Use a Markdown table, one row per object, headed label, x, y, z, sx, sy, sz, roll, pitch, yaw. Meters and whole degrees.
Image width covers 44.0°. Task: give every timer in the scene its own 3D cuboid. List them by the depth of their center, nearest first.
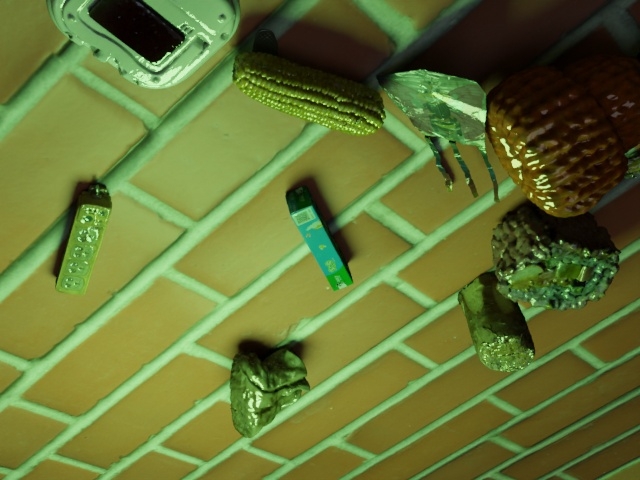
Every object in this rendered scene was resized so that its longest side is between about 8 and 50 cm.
| label | x | y | z | sx | sy | sz | roll | pitch | yaw |
| --- | --- | --- | --- | --- | --- | --- | --- | --- | --- |
| timer | -0.265 | -0.355 | 1.205 | 0.237 | 0.087 | 0.262 | -37 | 131 | 23 |

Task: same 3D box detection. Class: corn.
| label | x | y | z | sx | sy | sz | roll | pitch | yaw |
| --- | --- | --- | --- | --- | --- | --- | --- | --- | --- |
| corn | -0.017 | -0.254 | 1.366 | 0.291 | 0.101 | 0.101 | 17 | 129 | -24 |

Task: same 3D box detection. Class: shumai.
| label | x | y | z | sx | sy | sz | roll | pitch | yaw |
| --- | --- | --- | --- | --- | --- | --- | --- | --- | --- |
| shumai | -0.116 | 0.369 | 1.900 | 0.185 | 0.184 | 0.218 | 2 | 98 | 6 |

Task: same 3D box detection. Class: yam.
| label | x | y | z | sx | sy | sz | roll | pitch | yaw |
| --- | --- | --- | --- | --- | --- | --- | --- | --- | --- |
| yam | 0.402 | 0.187 | 1.826 | 0.128 | 0.238 | 0.129 | 1 | 128 | -6 |

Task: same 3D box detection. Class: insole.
| label | x | y | z | sx | sy | sz | roll | pitch | yaw |
| --- | --- | --- | --- | --- | --- | --- | --- | --- | --- |
| insole | -0.096 | -0.302 | 1.362 | 0.045 | 0.002 | 0.135 | -3 | 136 | -11 |

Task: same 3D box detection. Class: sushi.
| label | x | y | z | sx | sy | sz | roll | pitch | yaw |
| --- | --- | --- | --- | --- | --- | --- | --- | --- | --- |
| sushi | 0.499 | 0.038 | 1.739 | 0.270 | 0.171 | 0.236 | 8 | 133 | -18 |

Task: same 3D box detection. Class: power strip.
| label | x | y | z | sx | sy | sz | roll | pitch | yaw |
| --- | --- | --- | --- | --- | --- | --- | --- | --- | --- |
| power strip | -0.466 | 0.006 | 1.557 | 0.064 | 0.044 | 0.305 | 11 | 131 | -22 |

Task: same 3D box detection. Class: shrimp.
| label | x | y | z | sx | sy | sz | roll | pitch | yaw |
| --- | --- | --- | --- | --- | --- | --- | --- | --- | --- |
| shrimp | 0.700 | -0.151 | 1.694 | 0.178 | 0.034 | 0.124 | -27 | 141 | 7 |

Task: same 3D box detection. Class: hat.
| label | x | y | z | sx | sy | sz | roll | pitch | yaw |
| --- | --- | --- | --- | --- | --- | --- | --- | --- | --- |
| hat | 0.510 | -0.226 | 1.408 | 0.400 | 0.285 | 0.285 | -29 | 134 | 11 |

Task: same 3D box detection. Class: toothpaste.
| label | x | y | z | sx | sy | sz | roll | pitch | yaw |
| --- | --- | --- | --- | --- | --- | --- | --- | --- | --- |
| toothpaste | 0.000 | 0.000 | 1.652 | 0.050 | 0.065 | 0.267 | -23 | 135 | 6 |

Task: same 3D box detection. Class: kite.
| label | x | y | z | sx | sy | sz | roll | pitch | yaw |
| --- | --- | --- | --- | --- | --- | --- | --- | --- | --- |
| kite | 0.240 | -0.195 | 1.482 | 0.204 | 0.022 | 0.360 | 13 | 152 | 31 |
